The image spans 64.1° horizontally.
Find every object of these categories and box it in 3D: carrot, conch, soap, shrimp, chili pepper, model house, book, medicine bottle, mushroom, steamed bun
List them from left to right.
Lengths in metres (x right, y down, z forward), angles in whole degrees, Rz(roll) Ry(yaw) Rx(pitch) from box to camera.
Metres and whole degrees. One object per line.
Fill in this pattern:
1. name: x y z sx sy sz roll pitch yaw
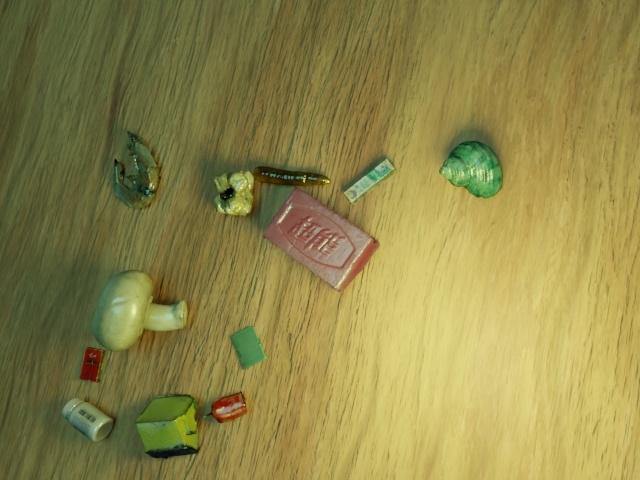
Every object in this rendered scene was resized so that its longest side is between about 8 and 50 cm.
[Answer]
1. medicine bottle: -0.917 0.704 2.011 0.187 0.103 0.102 24 87 20
2. mushroom: -0.717 0.258 1.932 0.356 0.315 0.315 -16 75 25
3. shrimp: -0.803 -0.305 2.193 0.247 0.085 0.360 -19 78 20
4. model house: -0.542 0.705 1.893 0.194 0.170 0.211 -10 105 9
5. chili pepper: -0.354 0.616 1.856 0.192 0.086 0.084 -22 102 3
6. steamed bun: -0.353 -0.188 1.985 0.192 0.106 0.177 5 85 41
7. book: -0.266 0.398 1.906 0.103 0.017 0.135 -30 71 13
8. carrot: -0.108 -0.242 1.962 0.314 0.066 0.066 8 82 16
9. soap: 0.000 0.000 1.842 0.359 0.128 0.233 35 90 21
10. conch: 0.504 -0.240 1.720 0.202 0.134 0.196 -9 75 15

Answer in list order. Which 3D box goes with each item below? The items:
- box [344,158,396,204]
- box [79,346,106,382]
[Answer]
1. box: 0.182 -0.213 1.869 0.207 0.041 0.050 -38 71 8
2. box: -0.936 0.511 2.098 0.090 0.023 0.133 7 82 17
